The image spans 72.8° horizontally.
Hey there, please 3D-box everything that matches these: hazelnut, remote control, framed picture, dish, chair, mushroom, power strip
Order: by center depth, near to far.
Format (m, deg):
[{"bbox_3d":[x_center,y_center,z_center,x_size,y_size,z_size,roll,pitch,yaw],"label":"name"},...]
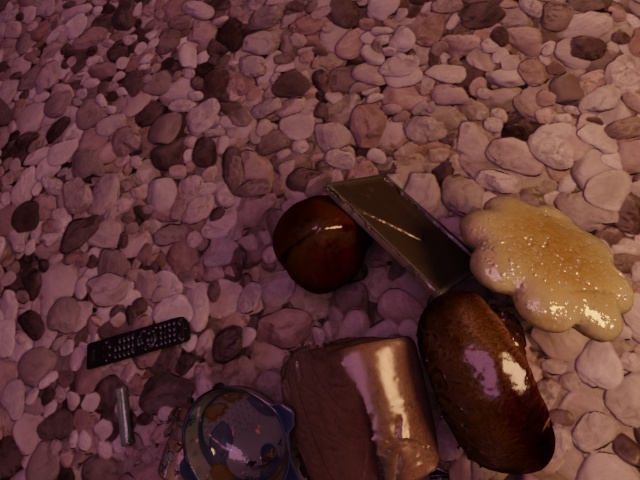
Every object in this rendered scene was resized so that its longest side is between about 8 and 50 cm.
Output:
[{"bbox_3d":[0.247,0.209,0.672,0.163,0.296,0.278,-17,28,21],"label":"mushroom"},{"bbox_3d":[0.209,0.441,0.740,0.037,0.042,0.086,-9,35,9],"label":"chair"},{"bbox_3d":[-0.132,0.359,0.771,0.237,0.086,0.227,-11,88,18],"label":"dish"},{"bbox_3d":[0.337,0.153,0.811,0.090,0.016,0.040,-29,67,2],"label":"power strip"},{"bbox_3d":[0.164,-0.026,0.829,0.289,0.213,0.016,46,127,21],"label":"framed picture"},{"bbox_3d":[0.000,0.000,0.841,0.208,0.208,0.208,-4,71,12],"label":"hazelnut"},{"bbox_3d":[-0.405,0.227,0.957,0.246,0.025,0.063,-16,68,8],"label":"remote control"}]

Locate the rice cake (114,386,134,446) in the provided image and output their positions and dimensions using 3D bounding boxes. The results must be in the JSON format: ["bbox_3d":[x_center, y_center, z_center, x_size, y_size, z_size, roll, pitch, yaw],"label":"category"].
[{"bbox_3d":[-0.414,0.369,0.914,0.022,0.021,0.121,-23,66,10],"label":"rice cake"}]

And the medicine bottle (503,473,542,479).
[{"bbox_3d":[0.378,0.486,0.606,0.291,0.178,0.178,29,81,20],"label":"medicine bottle"}]

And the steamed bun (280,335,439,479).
[{"bbox_3d":[0.072,0.273,0.718,0.199,0.301,0.251,-11,76,-30],"label":"steamed bun"}]

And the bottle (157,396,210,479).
[{"bbox_3d":[-0.248,0.375,0.833,0.099,0.099,0.152,10,78,16],"label":"bottle"}]

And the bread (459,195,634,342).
[{"bbox_3d":[0.384,0.029,0.735,0.317,0.054,0.315,11,44,-11],"label":"bread"}]
